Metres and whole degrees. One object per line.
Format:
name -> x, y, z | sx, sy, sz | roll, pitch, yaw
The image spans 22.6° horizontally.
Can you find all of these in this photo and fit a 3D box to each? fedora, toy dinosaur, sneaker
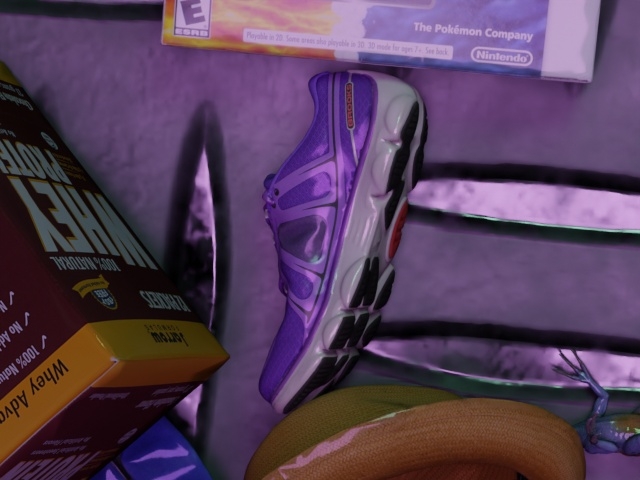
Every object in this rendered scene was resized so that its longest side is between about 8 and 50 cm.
fedora -> 0.026, 0.122, 0.754 | 0.194, 0.079, 0.194 | -12, 133, -13
toy dinosaur -> 0.141, 0.098, 0.776 | 0.082, 0.047, 0.090 | -26, 106, 28
sneaker -> 0.000, 0.000, 0.773 | 0.071, 0.068, 0.169 | 17, 92, 19

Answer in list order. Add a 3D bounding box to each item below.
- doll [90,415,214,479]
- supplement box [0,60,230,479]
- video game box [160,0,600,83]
doll -> -0.071, 0.167, 0.805 | 0.129, 0.046, 0.189 | -35, 92, 5
supplement box -> -0.187, 0.040, 0.732 | 0.191, 0.129, 0.194 | -41, 76, 11
video game box -> 0.034, -0.174, 0.740 | 0.205, 0.048, 0.187 | 5, 97, 5
